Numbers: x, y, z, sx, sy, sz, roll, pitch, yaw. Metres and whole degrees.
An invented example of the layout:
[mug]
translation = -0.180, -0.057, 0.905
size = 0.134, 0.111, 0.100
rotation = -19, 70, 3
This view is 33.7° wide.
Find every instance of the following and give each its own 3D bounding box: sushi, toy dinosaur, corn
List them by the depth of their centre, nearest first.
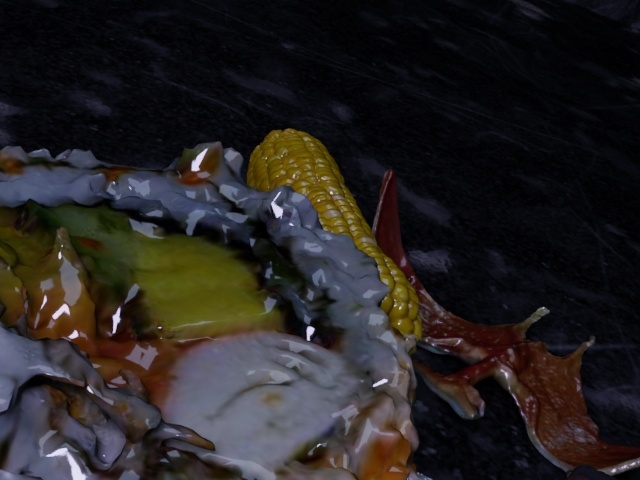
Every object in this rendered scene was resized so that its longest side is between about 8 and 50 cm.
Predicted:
[sushi]
translation = -0.126, 0.068, 0.583
size = 0.417, 0.176, 0.417
rotation = 17, 27, -9
[toy dinosaur]
translation = 0.158, 0.065, 0.855
size = 0.206, 0.113, 0.327
rotation = 6, 30, -27
[corn]
translation = -0.004, 0.001, 0.874
size = 0.102, 0.102, 0.313
rotation = 9, 27, -22

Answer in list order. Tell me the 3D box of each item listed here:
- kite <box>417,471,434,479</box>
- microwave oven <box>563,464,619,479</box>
[kite]
translation = 0.140, 0.228, 0.658
size = 0.245, 0.015, 0.141
rotation = 25, 31, 9
[microwave oven]
translation = 0.107, 0.239, 0.379
size = 0.178, 0.247, 0.188
rotation = 29, 28, 20
